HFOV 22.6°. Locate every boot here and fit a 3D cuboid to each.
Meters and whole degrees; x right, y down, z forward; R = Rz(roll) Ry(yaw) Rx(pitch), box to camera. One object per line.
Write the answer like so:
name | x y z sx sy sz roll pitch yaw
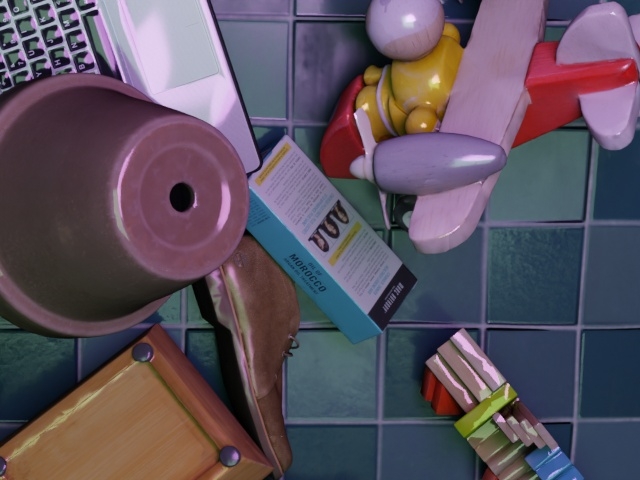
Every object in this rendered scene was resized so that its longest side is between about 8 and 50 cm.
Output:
boot | -0.064 0.139 1.921 0.115 0.112 0.305 -18 104 -20

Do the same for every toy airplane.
toy airplane | 0.168 -0.181 1.741 0.384 0.386 0.272 -45 115 2

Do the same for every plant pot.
plant pot | -0.189 -0.033 1.508 0.263 0.229 0.263 0 90 -36

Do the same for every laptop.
laptop | -0.289 -0.173 1.589 0.408 0.236 0.382 -19 102 -7

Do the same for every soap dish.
soap dish | -0.236 0.263 1.853 0.291 0.118 0.229 -38 78 -11

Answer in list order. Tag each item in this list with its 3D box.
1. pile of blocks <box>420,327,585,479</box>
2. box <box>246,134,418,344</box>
pile of blocks | 0.234 0.270 1.958 0.112 0.149 0.362 -39 104 1
box | 0.000 0.000 1.896 0.244 0.060 0.100 48 50 -13
